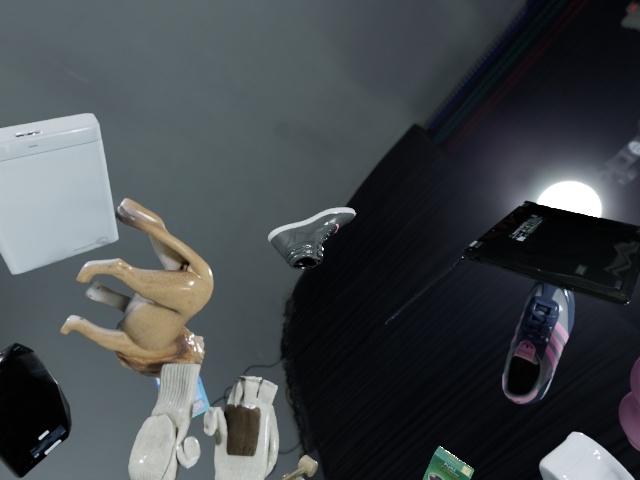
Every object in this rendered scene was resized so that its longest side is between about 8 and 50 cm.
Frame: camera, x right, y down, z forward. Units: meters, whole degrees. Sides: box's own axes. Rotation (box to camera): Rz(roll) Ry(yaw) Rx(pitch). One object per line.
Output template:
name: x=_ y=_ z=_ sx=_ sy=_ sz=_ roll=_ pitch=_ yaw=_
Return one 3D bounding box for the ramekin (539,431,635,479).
ramekin: x=0.705 y=0.658 z=1.144 sx=0.277 sy=0.135 sz=0.277 roll=59 pitch=-5 yaw=9

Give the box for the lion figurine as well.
lion figurine: x=-0.264 y=0.110 z=0.727 sx=0.240 sy=0.392 sz=0.142 roll=28 pitch=47 yaw=-14

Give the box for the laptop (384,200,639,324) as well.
laptop: x=0.417 y=0.079 z=0.952 sx=0.408 sy=0.236 sz=0.382 roll=20 pitch=31 yaw=35

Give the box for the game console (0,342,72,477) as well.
game console: x=-0.598 y=0.356 z=0.717 sx=0.361 sy=0.044 sz=0.213 roll=-44 pitch=128 yaw=-44

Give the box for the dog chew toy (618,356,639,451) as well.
dog chew toy: x=0.646 y=0.250 z=0.760 sx=0.207 sy=0.332 sz=0.206 roll=13 pitch=30 yaw=-8

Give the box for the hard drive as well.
hard drive: x=-0.553 y=-0.082 z=0.904 sx=0.233 sy=0.353 sz=0.047 roll=-24 pitch=63 yaw=-31

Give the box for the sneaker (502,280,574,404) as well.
sneaker: x=0.504 y=0.229 z=1.028 sx=0.112 sy=0.319 sz=0.131 roll=12 pitch=0 yaw=41

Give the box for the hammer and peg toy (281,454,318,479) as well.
hammer and peg toy: x=-0.170 y=0.966 z=1.647 sx=0.127 sy=0.361 sz=0.266 roll=24 pitch=1 yaw=38

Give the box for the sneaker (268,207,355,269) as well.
sneaker: x=0.000 y=0.000 z=1.385 sx=0.296 sy=0.104 sz=0.147 roll=-20 pitch=65 yaw=-19

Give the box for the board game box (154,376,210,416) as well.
board game box: x=-0.544 y=0.599 z=1.747 sx=0.160 sy=0.047 sz=0.210 roll=-19 pitch=97 yaw=-29

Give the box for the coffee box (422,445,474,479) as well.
coffee box: x=0.357 y=0.697 z=1.276 sx=0.113 sy=0.184 sz=0.040 roll=26 pitch=27 yaw=30

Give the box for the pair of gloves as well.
pair of gloves: x=-0.168 y=0.278 z=0.610 sx=0.042 sy=0.240 sz=0.204 roll=39 pitch=57 yaw=-53
